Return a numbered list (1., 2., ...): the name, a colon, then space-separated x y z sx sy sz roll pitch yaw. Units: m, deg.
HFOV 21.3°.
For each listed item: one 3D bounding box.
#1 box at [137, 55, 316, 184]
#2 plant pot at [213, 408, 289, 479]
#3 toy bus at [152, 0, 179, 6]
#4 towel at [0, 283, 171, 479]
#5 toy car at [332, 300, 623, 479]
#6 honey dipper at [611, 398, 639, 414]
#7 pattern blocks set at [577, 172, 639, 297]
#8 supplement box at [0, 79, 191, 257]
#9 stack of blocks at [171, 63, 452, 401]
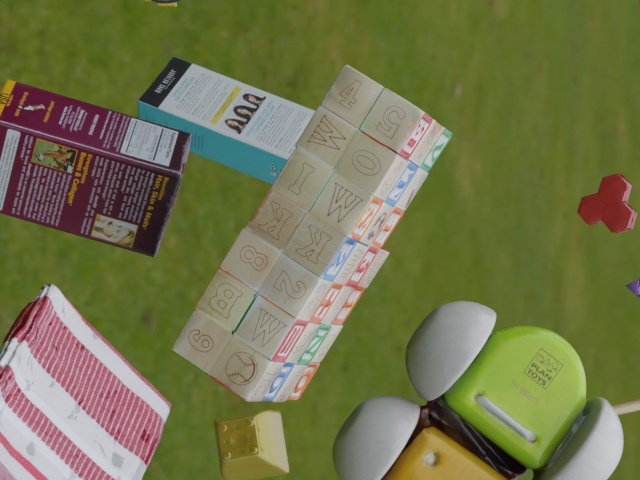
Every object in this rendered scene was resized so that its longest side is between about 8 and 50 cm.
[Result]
1. box: -0.108 -0.149 2.216 0.060 0.244 0.100 98 19 -48
2. plant pot: -0.091 0.248 2.093 0.083 0.081 0.081 52 27 -72
3. toy bus: -0.254 -0.374 2.007 0.220 0.212 0.149 103 -21 -64
4. towel: -0.295 0.219 1.963 0.237 0.037 0.329 48 33 -18
5. toy car: 0.105 0.135 1.172 0.182 0.159 0.136 -53 -176 2
6. honey dipper: 0.295 0.150 1.571 0.030 0.161 0.030 169 -90 -82
7. pattern blocks set: 0.508 -0.048 2.175 0.026 0.325 0.285 13 41 -55
8. supplement box: -0.229 -0.069 1.634 0.081 0.188 0.104 -83 -169 -55
9. stack of blocks: 0.000 0.000 1.556 0.297 0.087 0.171 -58 165 4
